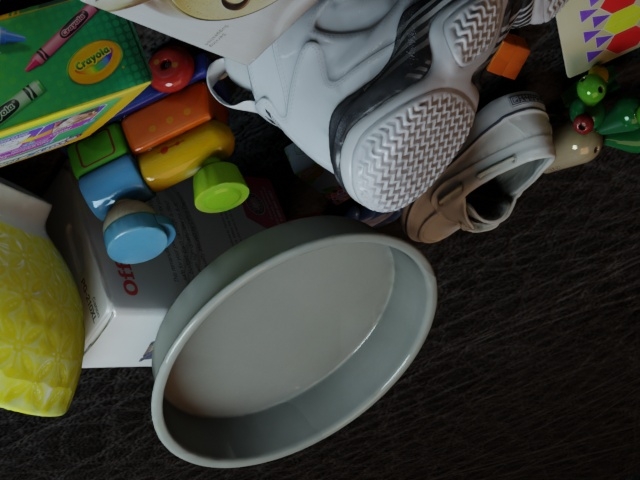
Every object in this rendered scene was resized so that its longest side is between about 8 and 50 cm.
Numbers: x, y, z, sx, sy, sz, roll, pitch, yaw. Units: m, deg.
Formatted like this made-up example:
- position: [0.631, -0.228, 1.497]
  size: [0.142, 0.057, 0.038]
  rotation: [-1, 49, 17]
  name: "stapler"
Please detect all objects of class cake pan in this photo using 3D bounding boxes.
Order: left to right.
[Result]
- position: [-0.029, 0.091, 1.242]
  size: [0.293, 0.054, 0.293]
  rotation: [-21, 140, -19]
  name: "cake pan"

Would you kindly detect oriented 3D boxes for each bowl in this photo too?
- position: [-0.307, 0.015, 1.121]
  size: [0.289, 0.289, 0.156]
  rotation: [28, 87, -55]
  name: "bowl"

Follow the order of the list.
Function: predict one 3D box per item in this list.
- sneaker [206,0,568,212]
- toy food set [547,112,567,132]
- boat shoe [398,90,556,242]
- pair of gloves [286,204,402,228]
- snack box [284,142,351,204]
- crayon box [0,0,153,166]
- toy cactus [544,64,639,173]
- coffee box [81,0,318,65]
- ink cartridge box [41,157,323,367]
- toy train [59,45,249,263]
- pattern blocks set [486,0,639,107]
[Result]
- position: [0.069, -0.213, 1.072]
  size: [0.366, 0.210, 0.137]
  rotation: [-55, 154, -11]
  name: "sneaker"
- position: [0.235, -0.111, 1.477]
  size: [0.083, 0.020, 0.083]
  rotation: [-2, 146, -33]
  name: "toy food set"
- position: [0.169, -0.053, 1.443]
  size: [0.096, 0.088, 0.267]
  rotation: [-1, 152, -32]
  name: "boat shoe"
- position: [0.000, 0.000, 1.453]
  size: [0.198, 0.023, 0.159]
  rotation: [-16, 163, -35]
  name: "pair of gloves"
- position: [0.049, -0.097, 1.351]
  size: [0.141, 0.037, 0.100]
  rotation: [-30, 150, 15]
  name: "snack box"
- position: [-0.278, -0.088, 0.969]
  size: [0.278, 0.081, 0.165]
  rotation: [-23, -179, -27]
  name: "crayon box"
- position: [0.309, -0.113, 1.410]
  size: [0.180, 0.112, 0.219]
  rotation: [-28, 163, 35]
  name: "toy cactus"
- position: [-0.025, -0.271, 0.910]
  size: [0.297, 0.119, 0.168]
  rotation: [-38, 147, 28]
  name: "coffee box"
- position: [-0.139, 0.025, 1.286]
  size: [0.237, 0.172, 0.100]
  rotation: [3, 142, -39]
  name: "ink cartridge box"
- position: [-0.095, -0.089, 1.152]
  size: [0.248, 0.143, 0.105]
  rotation: [-25, 152, 6]
  name: "toy train"
- position: [0.288, -0.235, 1.287]
  size: [0.285, 0.026, 0.325]
  rotation: [-20, 153, -2]
  name: "pattern blocks set"
